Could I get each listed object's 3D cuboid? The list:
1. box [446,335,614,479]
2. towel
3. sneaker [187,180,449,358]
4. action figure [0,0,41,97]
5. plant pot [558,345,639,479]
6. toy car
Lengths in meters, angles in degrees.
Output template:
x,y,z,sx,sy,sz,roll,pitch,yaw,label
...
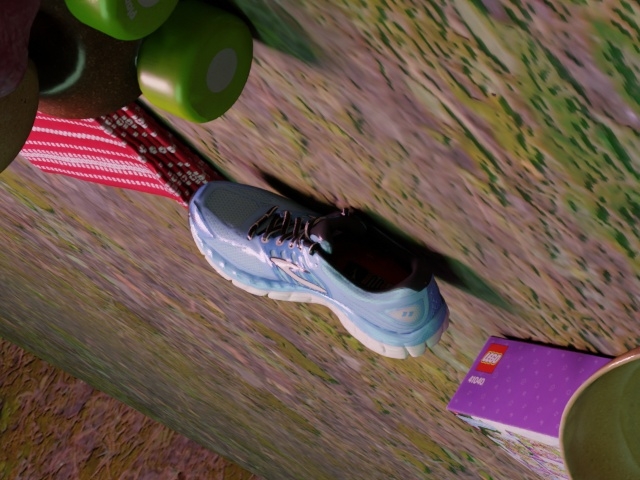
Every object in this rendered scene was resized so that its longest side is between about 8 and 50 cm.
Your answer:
x,y,z,sx,sy,sz,roll,pitch,yaw,label
0.221,0.139,1.071,0.201,0.057,0.293,38,167,-23,box
-0.201,-0.104,1.182,0.199,0.031,0.275,13,159,47,towel
0.000,0.000,1.105,0.162,0.063,0.073,24,149,17,sneaker
-0.225,-0.186,0.661,0.275,0.248,0.370,-106,-1,-45,action figure
0.217,0.106,0.840,0.236,0.032,0.236,20,148,13,plant pot
-0.152,-0.060,0.862,0.155,0.188,0.149,26,167,29,toy car
